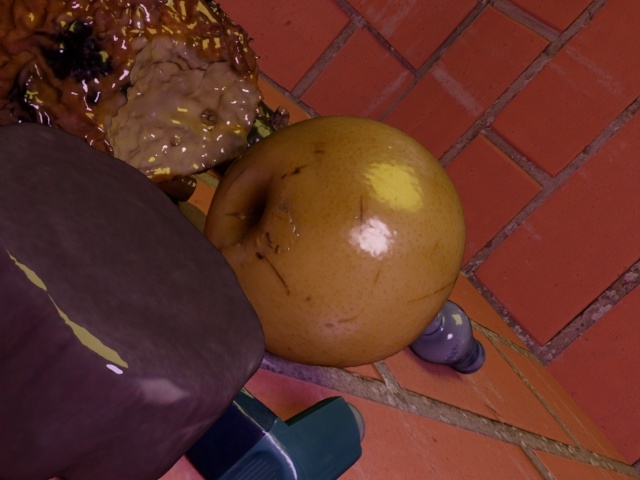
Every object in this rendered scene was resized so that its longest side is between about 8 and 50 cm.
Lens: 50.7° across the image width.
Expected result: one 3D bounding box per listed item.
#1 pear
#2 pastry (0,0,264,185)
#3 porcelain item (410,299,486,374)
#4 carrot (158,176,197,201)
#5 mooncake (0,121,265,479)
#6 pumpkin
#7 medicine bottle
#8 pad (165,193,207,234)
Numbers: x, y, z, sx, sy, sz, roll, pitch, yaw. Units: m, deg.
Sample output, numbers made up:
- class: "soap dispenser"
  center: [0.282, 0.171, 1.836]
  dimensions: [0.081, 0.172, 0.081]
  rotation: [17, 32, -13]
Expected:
- class: "pear"
  center: [0.020, 0.000, 0.907]
  dimensions: [0.348, 0.348, 0.348]
  rotation: [40, 14, -12]
- class: "pastry"
  center: [-0.277, -0.240, 0.901]
  dimensions: [0.337, 0.292, 0.405]
  rotation: [36, 27, 24]
- class: "porcelain item"
  center: [0.274, 0.212, 1.458]
  dimensions: [0.259, 0.141, 0.141]
  rotation: [42, 10, -47]
- class: "carrot"
  center: [-0.260, -0.104, 1.051]
  dimensions: [0.139, 0.048, 0.048]
  rotation: [27, 21, -42]
- class: "mooncake"
  center: [-0.196, 0.050, 0.546]
  dimensions: [0.306, 0.154, 0.306]
  rotation: [40, 13, -11]
- class: "pumpkin"
  center: [-0.130, -0.214, 1.456]
  dimensions: [0.260, 0.189, 0.260]
  rotation: [39, 15, -12]
- class: "medicine bottle"
  center: [-0.028, 0.207, 0.702]
  dimensions: [0.124, 0.079, 0.258]
  rotation: [48, 14, 18]
- class: "pad"
  center: [-0.192, 0.005, 1.011]
  dimensions: [0.176, 0.002, 0.266]
  rotation: [27, 21, -49]
